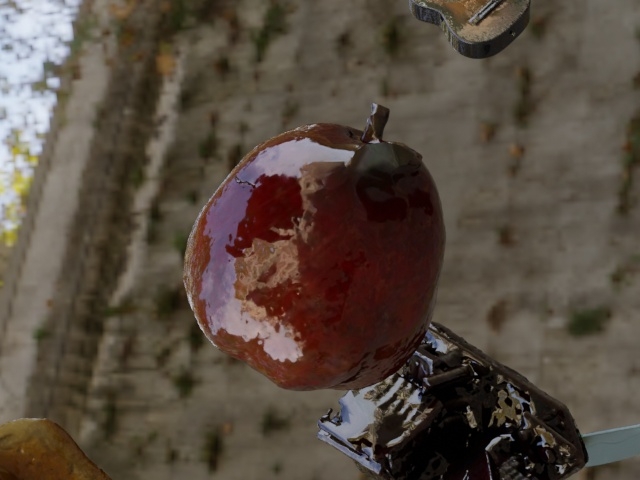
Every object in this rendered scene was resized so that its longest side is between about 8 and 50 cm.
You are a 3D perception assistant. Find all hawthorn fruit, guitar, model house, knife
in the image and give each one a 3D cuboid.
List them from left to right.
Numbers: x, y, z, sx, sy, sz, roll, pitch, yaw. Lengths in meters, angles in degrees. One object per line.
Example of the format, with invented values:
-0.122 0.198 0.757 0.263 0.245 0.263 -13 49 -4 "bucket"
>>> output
0.000 0.000 1.046 0.185 0.185 0.202 0 -63 -60 "hawthorn fruit"
0.098 -0.252 1.483 0.088 0.233 0.025 -44 -31 -21 "guitar"
0.115 0.170 1.327 0.164 0.203 0.141 1 -68 -59 "model house"
0.264 0.200 1.478 0.034 0.260 0.063 -117 32 -46 "knife"

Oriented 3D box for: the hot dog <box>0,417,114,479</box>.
-0.092 0.190 0.762 0.249 0.076 0.102 43 -142 -17 "hot dog"
